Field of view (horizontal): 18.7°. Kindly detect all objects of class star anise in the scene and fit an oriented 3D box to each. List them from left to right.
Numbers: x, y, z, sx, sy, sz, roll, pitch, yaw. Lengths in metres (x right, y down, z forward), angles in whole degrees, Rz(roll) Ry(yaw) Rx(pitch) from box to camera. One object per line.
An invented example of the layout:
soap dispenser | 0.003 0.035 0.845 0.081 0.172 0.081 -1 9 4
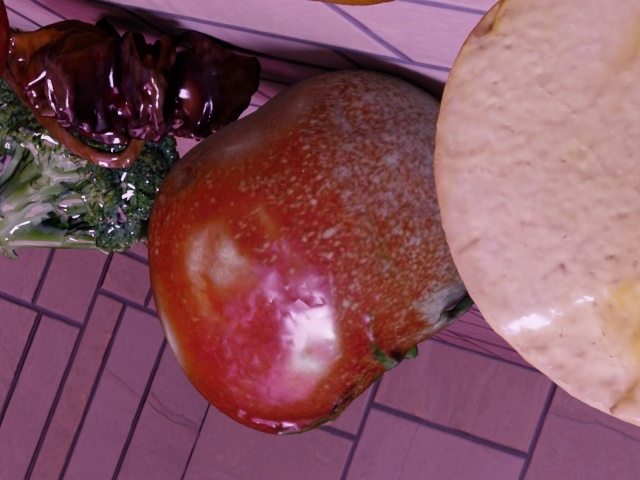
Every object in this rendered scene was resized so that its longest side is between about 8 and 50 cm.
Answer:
star anise | -0.160 -0.126 1.658 0.190 0.126 0.220 -8 -167 -28

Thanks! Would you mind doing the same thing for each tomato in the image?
tomato | 0.000 0.000 1.533 0.239 0.303 0.303 51 174 2

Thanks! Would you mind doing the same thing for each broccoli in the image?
broccoli | -0.262 -0.083 1.964 0.269 0.241 0.261 53 -178 -21

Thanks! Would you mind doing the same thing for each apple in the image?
apple | 0.227 -0.033 0.996 0.309 0.314 0.252 8 125 37

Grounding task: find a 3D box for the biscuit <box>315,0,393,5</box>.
biscuit | -0.060 -0.194 1.142 0.262 0.037 0.262 20 173 2

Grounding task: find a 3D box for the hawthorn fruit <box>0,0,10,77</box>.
hawthorn fruit | -0.364 -0.164 1.479 0.258 0.258 0.262 21 155 -13
